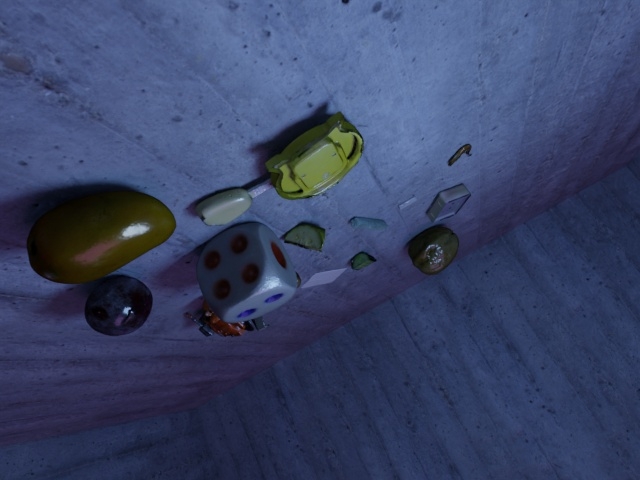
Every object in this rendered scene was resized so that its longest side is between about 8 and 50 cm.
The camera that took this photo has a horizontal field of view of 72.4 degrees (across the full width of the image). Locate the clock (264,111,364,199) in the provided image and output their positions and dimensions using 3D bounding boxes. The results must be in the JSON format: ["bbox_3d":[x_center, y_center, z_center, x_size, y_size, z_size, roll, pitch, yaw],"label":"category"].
[{"bbox_3d":[-0.014,-0.224,1.203,0.277,0.071,0.293,-32,159,-1],"label":"clock"}]

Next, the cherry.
[{"bbox_3d":[-0.613,0.201,1.320,0.195,0.195,0.195,-24,158,-10],"label":"cherry"}]

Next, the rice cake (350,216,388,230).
[{"bbox_3d":[0.210,-0.068,1.853,0.245,0.045,0.042,2,141,-51],"label":"rice cake"}]

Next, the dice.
[{"bbox_3d":[-0.240,0.107,1.440,0.251,0.259,0.243,-30,156,10],"label":"dice"}]

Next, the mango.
[{"bbox_3d":[-0.487,-0.015,0.996,0.318,0.172,0.211,-23,159,-29],"label":"mango"}]

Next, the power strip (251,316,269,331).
[{"bbox_3d":[-0.298,0.311,1.981,0.061,0.145,0.216,-21,-166,-16],"label":"power strip"}]

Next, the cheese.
[{"bbox_3d":[-0.218,-0.117,1.233,0.256,0.050,0.127,-27,158,-1],"label":"cheese"}]

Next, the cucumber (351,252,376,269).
[{"bbox_3d":[0.213,0.102,2.221,0.117,0.062,0.115,-28,158,21],"label":"cucumber"}]

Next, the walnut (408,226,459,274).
[{"bbox_3d":[0.609,0.049,2.350,0.283,0.227,0.283,-36,162,-13],"label":"walnut"}]

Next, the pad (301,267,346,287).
[{"bbox_3d":[0.019,0.197,2.285,0.232,0.004,0.156,-6,150,-43],"label":"pad"}]

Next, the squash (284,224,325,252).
[{"bbox_3d":[0.000,0.000,1.677,0.170,0.093,0.252,12,177,30],"label":"squash"}]

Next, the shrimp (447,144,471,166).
[{"bbox_3d":[0.543,-0.327,1.694,0.083,0.023,0.114,-10,149,-43],"label":"shrimp"}]

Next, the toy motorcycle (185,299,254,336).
[{"bbox_3d":[-0.416,0.319,1.818,0.326,0.221,0.147,-25,-155,50],"label":"toy motorcycle"}]

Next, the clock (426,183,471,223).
[{"bbox_3d":[0.592,-0.169,2.039,0.147,0.071,0.192,-21,158,-16],"label":"clock"}]

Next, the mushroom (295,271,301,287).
[{"bbox_3d":[-0.227,0.193,1.834,0.350,0.128,0.128,-9,152,-47],"label":"mushroom"}]

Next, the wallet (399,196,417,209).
[{"bbox_3d":[0.377,-0.161,1.887,0.083,0.011,0.044,-30,158,7],"label":"wallet"}]
